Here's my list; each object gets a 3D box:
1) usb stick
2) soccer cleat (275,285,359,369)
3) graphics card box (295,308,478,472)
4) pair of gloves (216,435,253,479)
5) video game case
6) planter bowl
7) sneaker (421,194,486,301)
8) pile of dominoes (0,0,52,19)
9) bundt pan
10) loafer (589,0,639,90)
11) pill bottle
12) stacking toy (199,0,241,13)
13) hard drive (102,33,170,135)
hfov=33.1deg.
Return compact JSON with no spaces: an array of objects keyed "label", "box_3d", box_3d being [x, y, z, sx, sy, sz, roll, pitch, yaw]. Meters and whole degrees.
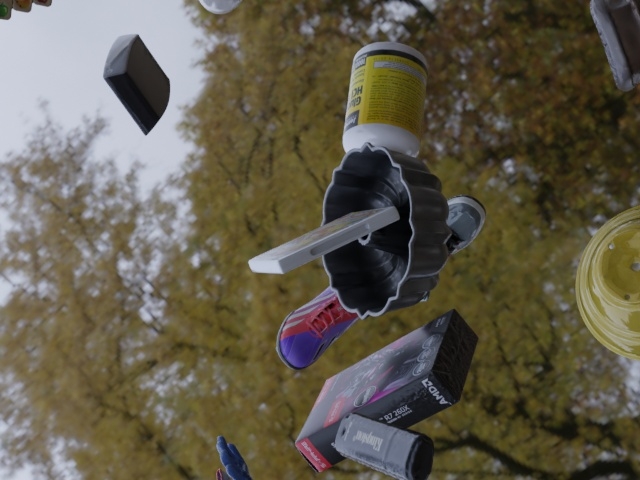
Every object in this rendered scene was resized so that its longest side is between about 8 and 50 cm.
[{"label":"usb stick","box_3d":[0.094,0.316,1.654,0.045,0.278,0.077,15,-96,-21]},{"label":"soccer cleat","box_3d":[0.023,0.155,2.248,0.109,0.116,0.318,54,-137,-3]},{"label":"graphics card box","box_3d":[0.134,0.303,2.173,0.094,0.371,0.233,51,-148,-11]},{"label":"pair of gloves","box_3d":[-0.122,0.415,1.788,0.159,0.023,0.198,52,-175,-21]},{"label":"video game case","box_3d":[0.000,0.000,1.730,0.026,0.206,0.227,66,166,-5]},{"label":"planter bowl","box_3d":[0.420,0.043,1.395,0.090,0.217,0.217,25,-146,-54]},{"label":"sneaker","box_3d":[0.228,0.033,2.304,0.124,0.295,0.178,38,-133,-4]},{"label":"pile of dominoes","box_3d":[-0.517,-0.414,1.594,0.040,0.251,0.196,25,132,64]},{"label":"bundt pan","box_3d":[0.131,-0.017,2.032,0.124,0.331,0.331,1,-129,-31]},{"label":"loafer","box_3d":[0.460,-0.296,1.425,0.366,0.130,0.134,-34,-76,-55]},{"label":"pill bottle","box_3d":[0.153,-0.293,2.594,0.188,0.188,0.334,27,-120,-38]},{"label":"stacking toy","box_3d":[-0.190,-0.710,2.237,0.350,0.480,0.350,6,-152,-3]},{"label":"hard drive","box_3d":[-0.388,-0.345,2.314,0.172,0.054,0.255,56,-166,-26]}]
